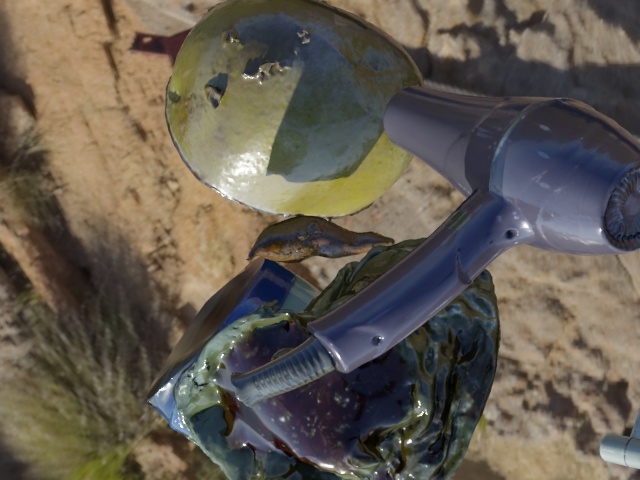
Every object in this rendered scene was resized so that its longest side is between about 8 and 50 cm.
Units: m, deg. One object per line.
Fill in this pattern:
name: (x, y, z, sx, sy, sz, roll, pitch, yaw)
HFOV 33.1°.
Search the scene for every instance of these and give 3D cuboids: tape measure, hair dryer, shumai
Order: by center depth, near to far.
hair dryer: (0.064, 0.002, 0.870, 0.361, 0.301, 0.121, -38, 123, -14)
shumai: (0.011, 0.124, 1.170, 0.288, 0.292, 0.330, 23, 99, -16)
tape measure: (-0.108, 0.154, 1.573, 0.138, 0.259, 0.262, 40, 129, -11)
hair dryer: (0.518, 0.304, 1.761, 0.082, 0.137, 0.047, 5, 154, 47)

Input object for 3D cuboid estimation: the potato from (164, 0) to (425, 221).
potato: (-0.012, -0.270, 1.840, 0.442, 0.385, 0.319, 13, 143, -25)

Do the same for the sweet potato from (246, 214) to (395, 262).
sweet potato: (-0.004, -0.005, 1.485, 0.226, 0.068, 0.068, -4, 111, -24)
